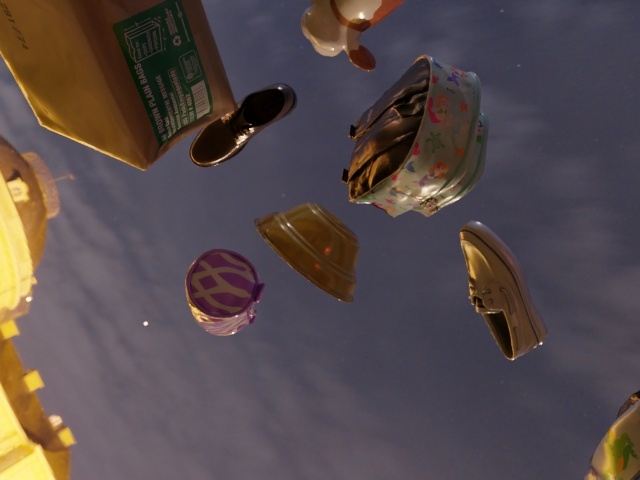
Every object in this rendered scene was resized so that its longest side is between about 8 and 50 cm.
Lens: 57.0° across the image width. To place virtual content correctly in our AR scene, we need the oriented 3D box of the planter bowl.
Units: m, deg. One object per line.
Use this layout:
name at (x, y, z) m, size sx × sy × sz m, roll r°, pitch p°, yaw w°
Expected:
planter bowl at (0.000, 0.000, 0.994) m, size 0.217 × 0.217 × 0.090 m, roll 42°, pitch -82°, yaw 18°

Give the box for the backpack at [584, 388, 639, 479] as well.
backpack at (0.372, 0.240, 0.510) m, size 0.289 × 0.273 × 0.356 m, roll -14°, pitch -61°, yaw 4°

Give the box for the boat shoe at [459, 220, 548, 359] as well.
boat shoe at (0.261, 0.080, 0.874) m, size 0.226 × 0.075 × 0.083 m, roll 56°, pitch -16°, yaw -11°

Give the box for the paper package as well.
paper package at (-0.293, -0.289, 0.729) m, size 0.309 × 0.168 × 0.325 m, roll 24°, pitch -37°, yaw 37°

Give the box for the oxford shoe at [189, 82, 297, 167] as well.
oxford shoe at (-0.150, -0.210, 1.055) m, size 0.227 × 0.096 × 0.083 m, roll -36°, pitch -84°, yaw 11°

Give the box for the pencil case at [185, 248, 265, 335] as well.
pencil case at (-0.119, 0.072, 0.734) m, size 0.088 × 0.086 × 0.206 m, roll 24°, pitch -15°, yaw -1°

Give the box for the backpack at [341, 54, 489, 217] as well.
backpack at (0.164, -0.164, 0.964) m, size 0.190 × 0.225 × 0.253 m, roll 16°, pitch -21°, yaw -11°

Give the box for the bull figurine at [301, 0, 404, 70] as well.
bull figurine at (0.078, -0.286, 0.471) m, size 0.101 × 0.188 × 0.310 m, roll 34°, pitch -40°, yaw 8°
